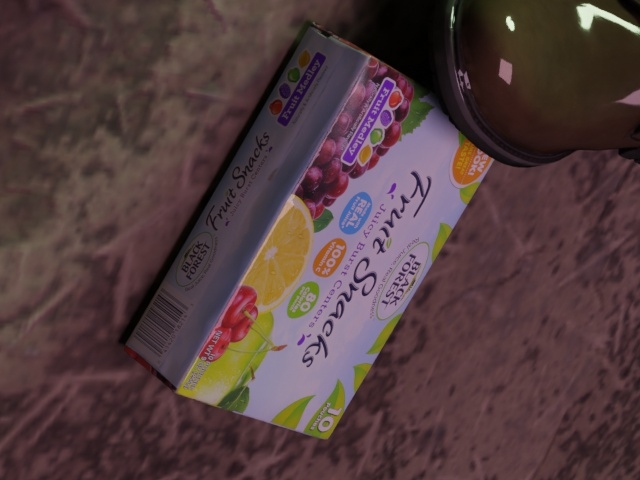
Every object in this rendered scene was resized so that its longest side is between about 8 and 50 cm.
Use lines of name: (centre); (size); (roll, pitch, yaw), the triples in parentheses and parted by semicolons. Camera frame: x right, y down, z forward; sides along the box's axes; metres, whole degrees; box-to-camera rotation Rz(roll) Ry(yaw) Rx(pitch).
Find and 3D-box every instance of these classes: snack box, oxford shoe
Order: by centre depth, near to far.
snack box: (0.000, 0.000, 0.757); (0.100, 0.037, 0.141); (23, 99, -53)
oxford shoe: (0.128, -0.073, 0.778); (0.227, 0.096, 0.083); (-2, 86, -48)
